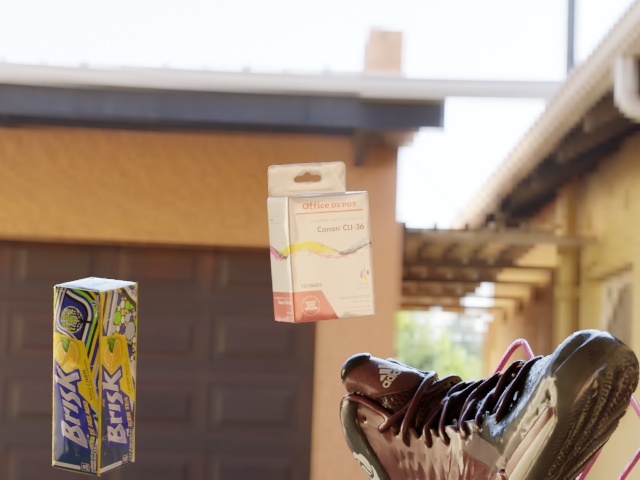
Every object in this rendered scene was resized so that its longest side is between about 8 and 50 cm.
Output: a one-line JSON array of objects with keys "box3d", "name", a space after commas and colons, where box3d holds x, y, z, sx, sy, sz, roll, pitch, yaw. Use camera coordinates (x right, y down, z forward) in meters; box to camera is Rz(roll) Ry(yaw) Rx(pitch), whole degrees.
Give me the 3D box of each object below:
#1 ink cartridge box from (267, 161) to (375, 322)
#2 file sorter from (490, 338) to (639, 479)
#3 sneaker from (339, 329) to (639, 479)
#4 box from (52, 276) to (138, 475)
[{"box3d": [0.000, 0.000, 2.093, 0.115, 0.198, 0.067, -5, 1, -24], "name": "ink cartridge box"}, {"box3d": [0.309, 0.263, 1.834, 0.291, 0.182, 0.202, 25, 19, -14], "name": "file sorter"}, {"box3d": [0.081, 0.110, 1.033, 0.106, 0.162, 0.281, -36, -21, -33], "name": "sneaker"}, {"box3d": [-0.202, 0.121, 1.495, 0.054, 0.168, 0.059, 6, 10, 28], "name": "box"}]
